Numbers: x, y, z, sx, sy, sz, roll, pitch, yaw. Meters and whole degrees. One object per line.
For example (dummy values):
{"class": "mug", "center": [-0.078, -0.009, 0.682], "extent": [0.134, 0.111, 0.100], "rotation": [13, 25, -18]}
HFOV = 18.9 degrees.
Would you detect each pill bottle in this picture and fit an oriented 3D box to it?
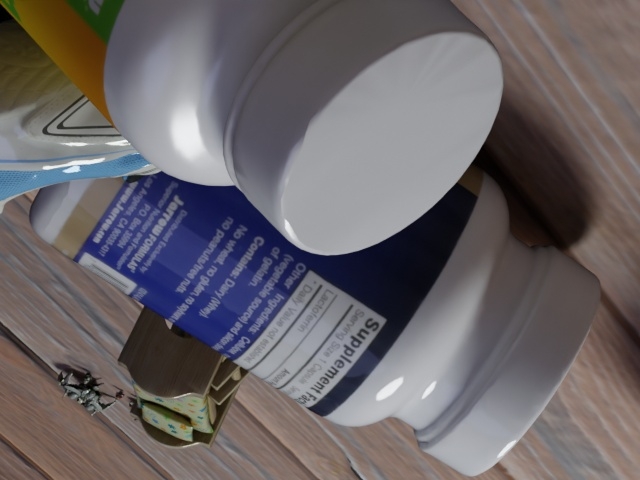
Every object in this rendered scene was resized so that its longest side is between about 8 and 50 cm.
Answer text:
{"class": "pill bottle", "center": [0.000, 0.000, 0.975], "extent": [0.265, 0.153, 0.153], "rotation": [33, 155, -7]}
{"class": "pill bottle", "center": [-0.046, -0.108, 0.737], "extent": [0.245, 0.136, 0.136], "rotation": [46, 166, 32]}

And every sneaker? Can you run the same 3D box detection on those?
{"class": "sneaker", "center": [-0.057, -0.076, 0.854], "extent": [0.086, 0.237, 0.085], "rotation": [84, 167, -50]}

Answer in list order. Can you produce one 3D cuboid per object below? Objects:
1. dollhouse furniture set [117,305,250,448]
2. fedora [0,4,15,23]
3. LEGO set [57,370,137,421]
{"class": "dollhouse furniture set", "center": [-0.035, 0.103, 1.237], "extent": [0.161, 0.101, 0.182], "rotation": [21, 158, 9]}
{"class": "fedora", "center": [-0.256, -0.182, 0.867], "extent": [0.334, 0.334, 0.152], "rotation": [50, -176, -37]}
{"class": "LEGO set", "center": [-0.184, 0.132, 1.576], "extent": [0.083, 0.023, 0.054], "rotation": [12, 150, 34]}
